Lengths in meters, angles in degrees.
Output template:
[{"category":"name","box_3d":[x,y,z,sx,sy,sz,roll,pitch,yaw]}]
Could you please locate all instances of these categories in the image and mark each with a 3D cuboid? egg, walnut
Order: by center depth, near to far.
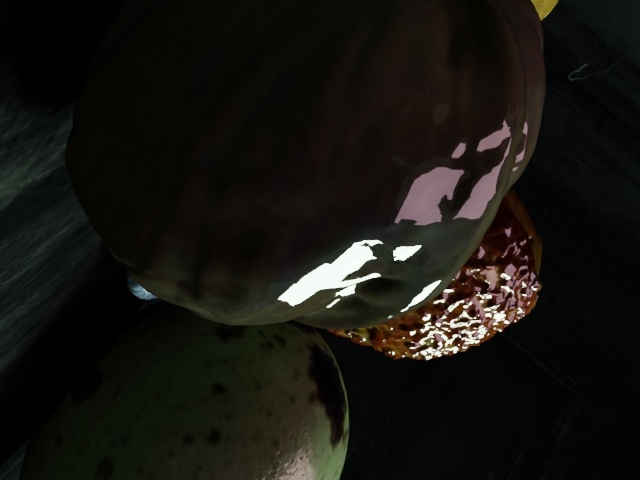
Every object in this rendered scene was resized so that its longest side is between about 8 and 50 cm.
[{"category":"walnut","box_3d":[-0.007,-0.056,0.427,0.224,0.224,0.224,-50,177,-4]},{"category":"egg","box_3d":[-0.139,0.220,0.905,0.379,0.287,0.287,-53,176,18]}]

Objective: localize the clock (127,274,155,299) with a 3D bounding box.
[{"category":"clock","box_3d":[-0.072,-0.028,0.727,0.194,0.100,0.195,-52,169,21]}]

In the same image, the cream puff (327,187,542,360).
[{"category":"cream puff","box_3d":[0.059,-0.009,0.927,0.228,0.350,0.350,-43,175,-14]}]

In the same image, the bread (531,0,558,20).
[{"category":"bread","box_3d":[0.110,-0.214,0.742,0.311,0.121,0.173,-33,163,-41]}]
